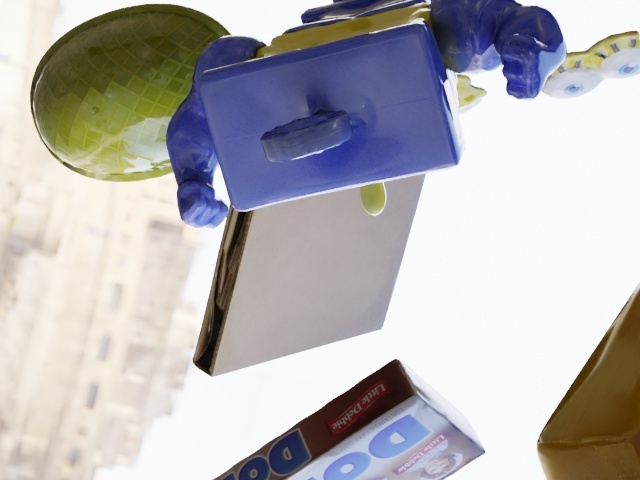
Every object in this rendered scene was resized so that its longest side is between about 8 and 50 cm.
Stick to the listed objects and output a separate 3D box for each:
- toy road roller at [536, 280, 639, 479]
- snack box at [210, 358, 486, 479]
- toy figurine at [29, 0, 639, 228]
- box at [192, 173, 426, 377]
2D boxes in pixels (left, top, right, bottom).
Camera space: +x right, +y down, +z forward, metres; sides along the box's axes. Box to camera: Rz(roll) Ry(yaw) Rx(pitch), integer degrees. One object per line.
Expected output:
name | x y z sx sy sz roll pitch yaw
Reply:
toy road roller | 0.196 0.121 0.593 0.329 0.202 0.240 -54 -169 -20
snack box | -0.025 0.112 0.690 0.178 0.064 0.022 -35 -129 11
toy figurine | -0.018 -0.096 0.815 0.217 0.362 0.191 -65 142 -61
box | 0.000 0.000 1.201 0.021 0.201 0.164 25 -69 30
